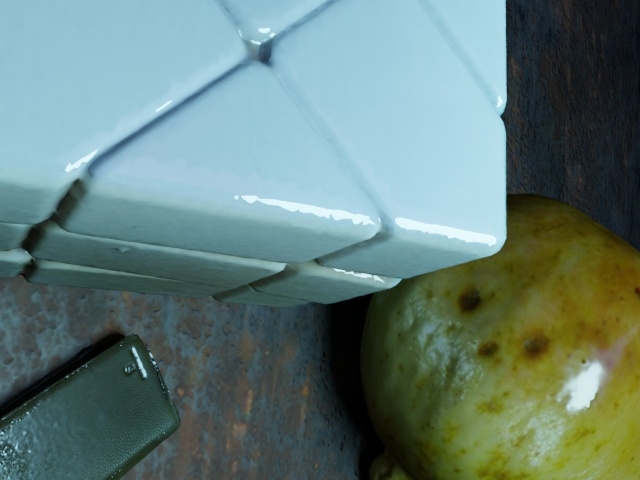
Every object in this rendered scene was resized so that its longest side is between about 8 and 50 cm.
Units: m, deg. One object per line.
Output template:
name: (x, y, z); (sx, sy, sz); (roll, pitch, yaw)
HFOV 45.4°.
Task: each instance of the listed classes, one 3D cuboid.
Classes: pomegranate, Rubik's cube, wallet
pomegranate: (0.202, 0.156, 0.868); (0.410, 0.410, 0.411); (11, 75, -48)
Rubik's cube: (-0.092, -0.135, 0.517); (0.318, 0.316, 0.322); (9, 77, -25)
wallet: (-0.204, 0.163, 0.617); (0.198, 0.031, 0.110); (-35, 109, -47)
